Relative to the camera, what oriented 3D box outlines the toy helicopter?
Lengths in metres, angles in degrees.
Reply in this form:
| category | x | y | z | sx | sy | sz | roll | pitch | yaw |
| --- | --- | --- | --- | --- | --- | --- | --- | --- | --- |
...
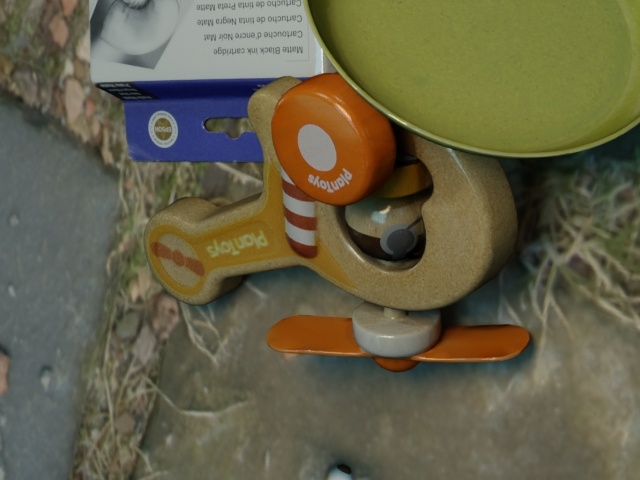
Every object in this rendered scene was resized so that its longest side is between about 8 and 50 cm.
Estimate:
| category | x | y | z | sx | sy | sz | roll | pitch | yaw |
| --- | --- | --- | --- | --- | --- | --- | --- | --- | --- |
| toy helicopter | 0.000 | 0.000 | 1.143 | 0.355 | 0.140 | 0.235 | -15 | 106 | 48 |

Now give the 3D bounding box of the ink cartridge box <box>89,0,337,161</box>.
| category | x | y | z | sx | sy | sz | roll | pitch | yaw |
| --- | --- | --- | --- | --- | --- | --- | --- | --- | --- |
| ink cartridge box | -0.079 | -0.168 | 1.213 | 0.223 | 0.045 | 0.223 | 1 | 97 | 34 |

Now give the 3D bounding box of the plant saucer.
| category | x | y | z | sx | sy | sz | roll | pitch | yaw |
| --- | --- | --- | --- | --- | --- | --- | --- | --- | --- |
| plant saucer | 0.104 | -0.141 | 1.006 | 0.241 | 0.241 | 0.037 | 49 | 151 | 20 |
